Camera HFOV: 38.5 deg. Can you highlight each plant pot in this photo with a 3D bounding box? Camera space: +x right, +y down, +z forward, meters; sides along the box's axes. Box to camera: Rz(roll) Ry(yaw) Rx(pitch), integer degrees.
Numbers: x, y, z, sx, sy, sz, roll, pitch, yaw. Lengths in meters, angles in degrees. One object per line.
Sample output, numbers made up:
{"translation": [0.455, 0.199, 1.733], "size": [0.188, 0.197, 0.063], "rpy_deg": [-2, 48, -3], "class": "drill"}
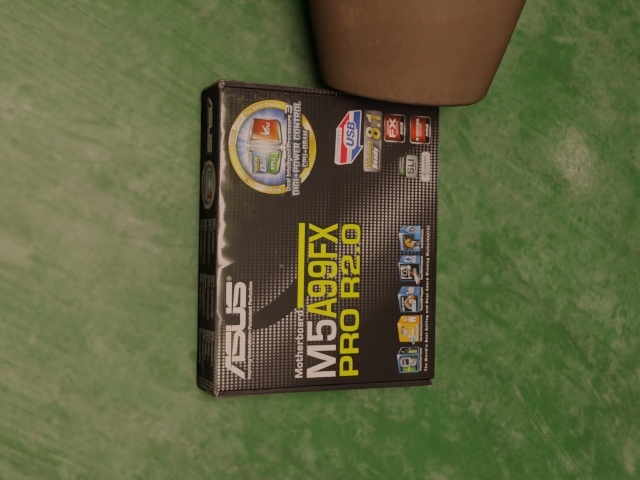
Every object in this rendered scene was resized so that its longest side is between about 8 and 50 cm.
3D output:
{"translation": [0.080, -0.241, 0.786], "size": [0.263, 0.263, 0.229], "rpy_deg": [-1, 110, -24], "class": "plant pot"}

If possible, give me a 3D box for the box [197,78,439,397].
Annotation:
{"translation": [0.000, 0.000, 0.832], "size": [0.216, 0.060, 0.270], "rpy_deg": [2, 90, -24], "class": "box"}
